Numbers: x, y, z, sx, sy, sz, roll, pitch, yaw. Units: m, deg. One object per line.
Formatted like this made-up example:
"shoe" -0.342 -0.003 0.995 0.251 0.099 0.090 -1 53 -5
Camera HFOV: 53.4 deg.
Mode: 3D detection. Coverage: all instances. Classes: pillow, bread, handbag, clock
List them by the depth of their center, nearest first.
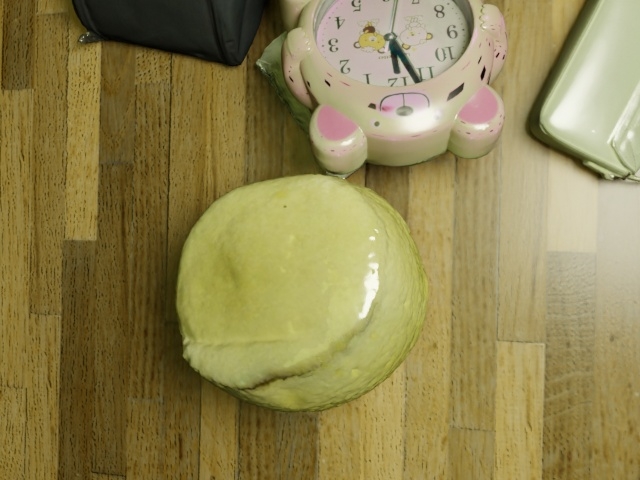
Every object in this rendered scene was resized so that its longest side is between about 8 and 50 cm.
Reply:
"handbag" 0.409 -0.198 0.803 0.219 0.079 0.256 28 96 2
"clock" 0.091 -0.241 0.808 0.284 0.114 0.309 -6 67 1
"bread" -0.024 0.070 0.829 0.321 0.237 0.320 -3 79 16
"handbag" -0.229 -0.402 0.906 0.302 0.178 0.274 17 93 14
"pillow" 0.010 -0.208 0.910 0.128 0.051 0.229 -33 84 13
